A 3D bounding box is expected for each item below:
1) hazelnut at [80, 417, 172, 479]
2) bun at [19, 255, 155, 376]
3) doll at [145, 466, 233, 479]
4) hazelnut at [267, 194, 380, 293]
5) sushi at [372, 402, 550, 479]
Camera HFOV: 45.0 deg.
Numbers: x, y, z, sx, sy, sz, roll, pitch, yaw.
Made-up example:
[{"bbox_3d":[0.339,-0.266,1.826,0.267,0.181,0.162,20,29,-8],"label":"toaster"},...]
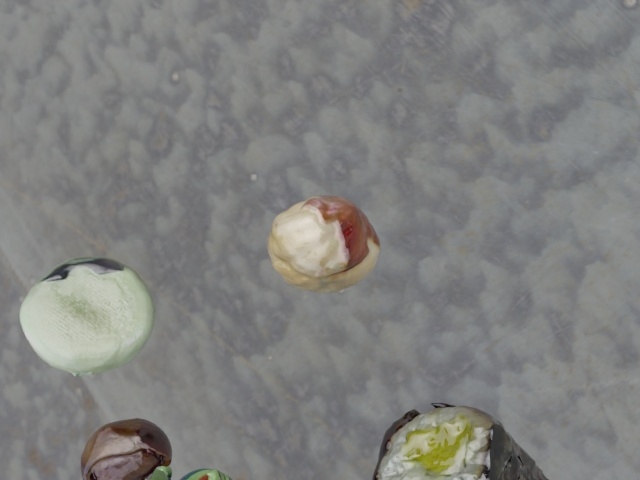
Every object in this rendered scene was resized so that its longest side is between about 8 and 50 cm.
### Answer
[{"bbox_3d":[-0.440,0.488,1.762,0.202,0.170,0.160,-6,79,19],"label":"hazelnut"},{"bbox_3d":[-0.508,0.178,1.718,0.283,0.283,0.179,52,156,17],"label":"bun"},{"bbox_3d":[-0.334,0.685,1.992,0.186,0.322,0.198,-47,34,41],"label":"doll"},{"bbox_3d":[0.000,0.000,1.754,0.261,0.261,0.241,-34,52,30],"label":"hazelnut"},{"bbox_3d":[0.273,0.483,1.492,0.299,0.294,0.281,9,62,55],"label":"sushi"}]
